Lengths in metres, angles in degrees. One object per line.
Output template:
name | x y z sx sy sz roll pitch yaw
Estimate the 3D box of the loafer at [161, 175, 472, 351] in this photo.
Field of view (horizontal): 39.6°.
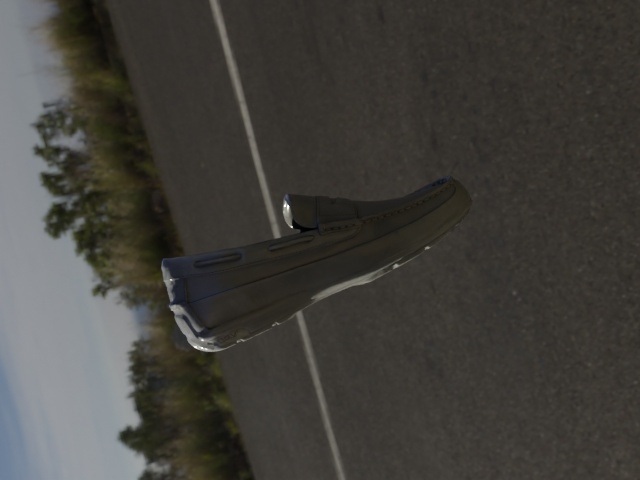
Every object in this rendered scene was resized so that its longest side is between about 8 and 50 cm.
loafer | 0.000 0.000 0.877 0.111 0.319 0.112 66 166 -2
